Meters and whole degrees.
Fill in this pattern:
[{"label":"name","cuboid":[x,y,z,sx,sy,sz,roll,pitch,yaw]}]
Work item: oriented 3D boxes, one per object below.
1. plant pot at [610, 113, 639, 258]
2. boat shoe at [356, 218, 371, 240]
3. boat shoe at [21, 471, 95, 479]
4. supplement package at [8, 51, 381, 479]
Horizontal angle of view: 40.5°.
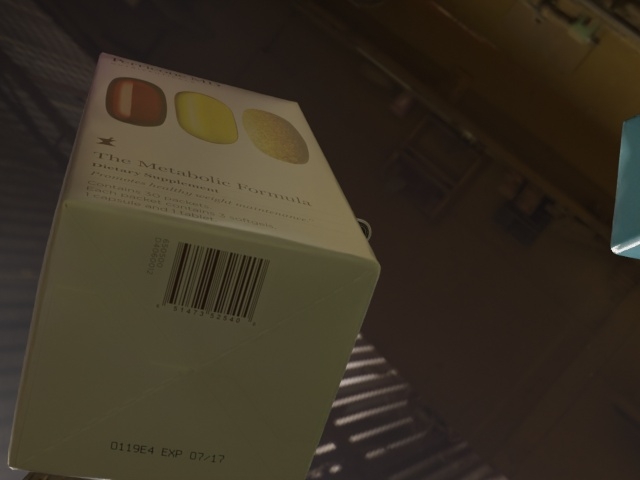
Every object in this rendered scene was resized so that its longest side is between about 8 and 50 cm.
[{"label":"plant pot","cuboid":[0.444,-0.073,0.904,0.165,0.166,0.234,12,166,-8]},{"label":"boat shoe","cuboid":[0.000,0.000,1.169,0.040,0.142,0.049,-139,39,-88]},{"label":"boat shoe","cuboid":[-0.146,0.178,0.468,0.178,0.064,0.060,-85,-24,-65]},{"label":"supplement package","cuboid":[-0.075,0.003,0.475,0.138,0.134,0.244,12,-157,-17]}]
